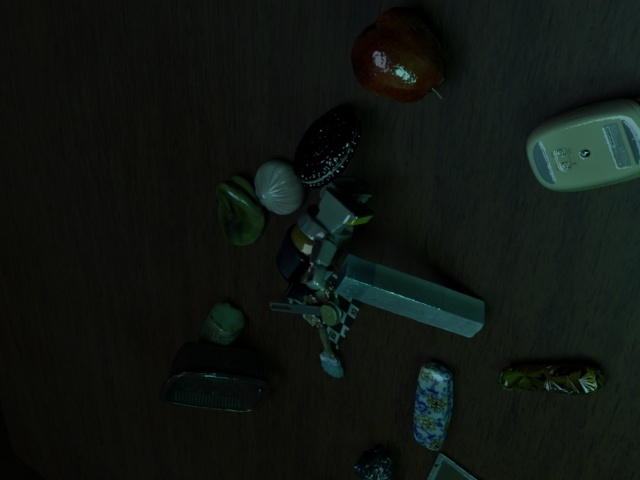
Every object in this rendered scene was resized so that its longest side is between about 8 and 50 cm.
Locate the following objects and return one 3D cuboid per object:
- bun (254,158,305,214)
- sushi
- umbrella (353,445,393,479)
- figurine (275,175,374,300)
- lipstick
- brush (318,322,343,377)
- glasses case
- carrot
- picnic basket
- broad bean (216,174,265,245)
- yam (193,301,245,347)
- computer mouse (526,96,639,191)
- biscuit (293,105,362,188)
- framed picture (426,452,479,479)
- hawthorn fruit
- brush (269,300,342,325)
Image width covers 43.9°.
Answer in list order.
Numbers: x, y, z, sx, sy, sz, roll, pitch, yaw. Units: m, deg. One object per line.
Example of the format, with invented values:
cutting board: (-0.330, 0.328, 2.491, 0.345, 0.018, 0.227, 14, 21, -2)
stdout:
bun: (-0.111, -0.122, 1.901, 0.138, 0.094, 0.138, 23, 126, 34)
sushi: (0.000, 0.166, 2.016, 0.192, 0.040, 0.210, 42, 136, 14)
umbrella: (0.179, 0.683, 2.135, 0.122, 0.110, 0.273, -9, 113, 44)
figurine: (-0.002, -0.003, 1.757, 0.143, 0.308, 0.308, 37, 136, 1)
lipstick: (0.191, 0.119, 1.678, 0.317, 0.068, 0.066, 19, 139, -10)
brush: (0.019, 0.282, 2.059, 0.070, 0.021, 0.196, 21, 138, 34)
glasses case: (0.270, 0.399, 1.899, 0.086, 0.065, 0.248, 24, 128, 31)
carrot: (0.475, 0.288, 1.651, 0.228, 0.069, 0.069, -9, 109, 46)
picnic basket: (-0.299, 0.382, 2.258, 0.222, 0.296, 0.129, 125, 149, -49)
broad bean: (-0.209, -0.074, 2.045, 0.153, 0.072, 0.207, 31, 144, 28)
yam: (-0.298, 0.268, 2.300, 0.107, 0.107, 0.194, 45, 137, 11)
computer mouse: (0.470, -0.162, 1.362, 0.236, 0.082, 0.145, -15, 103, 44)
biscuit: (0.013, -0.198, 1.687, 0.053, 0.195, 0.194, 34, 147, -31)
framed picture: (0.386, 0.676, 2.003, 0.273, 0.016, 0.217, 34, 134, 22)
hawthorn fruit: (0.147, -0.343, 1.491, 0.173, 0.179, 0.174, -29, 53, 49)
brush: (-0.047, 0.178, 2.020, 0.266, 0.027, 0.062, 1, 107, 45)
